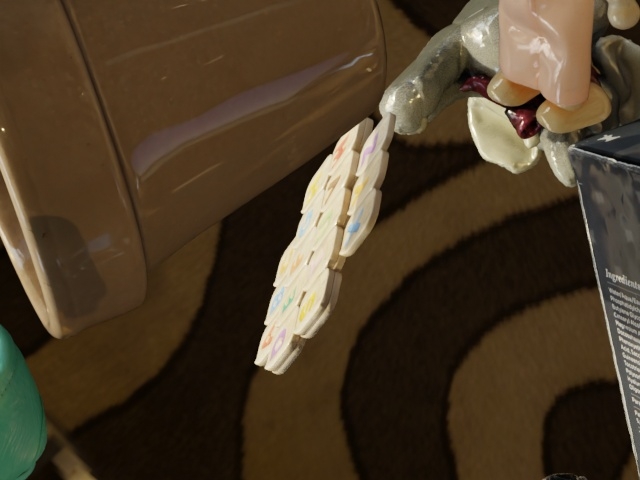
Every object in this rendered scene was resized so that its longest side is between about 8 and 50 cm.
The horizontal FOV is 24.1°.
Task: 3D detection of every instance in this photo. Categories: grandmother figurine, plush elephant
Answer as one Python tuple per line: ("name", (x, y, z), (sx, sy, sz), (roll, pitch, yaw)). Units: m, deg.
("grandmother figurine", (0.202, -0.262, 1.328), (0.208, 0.104, 0.342), (26, 143, 24))
("plush elephant", (0.264, -0.181, 1.795), (0.272, 0.330, 0.255), (-28, 110, 29))

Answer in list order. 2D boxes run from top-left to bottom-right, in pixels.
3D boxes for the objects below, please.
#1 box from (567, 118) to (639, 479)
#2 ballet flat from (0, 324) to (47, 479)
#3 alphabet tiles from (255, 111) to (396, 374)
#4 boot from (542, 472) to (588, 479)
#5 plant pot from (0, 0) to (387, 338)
("box", (0.596, 0.051, 1.729), (0.480, 0.297, 0.472), (-21, 107, -17))
("ballet flat", (-0.197, 0.093, 0.536), (0.083, 0.247, 0.087), (11, 118, 31))
("alphabet tiles", (0.000, 0.000, 1.584), (0.021, 0.284, 0.278), (24, 137, -13))
("boot", (0.192, 0.290, 1.125), (0.091, 0.263, 0.229), (-2, 83, 18))
("plant pot", (-0.095, -0.107, 0.855), (0.229, 0.263, 0.263), (-23, 95, -15))
